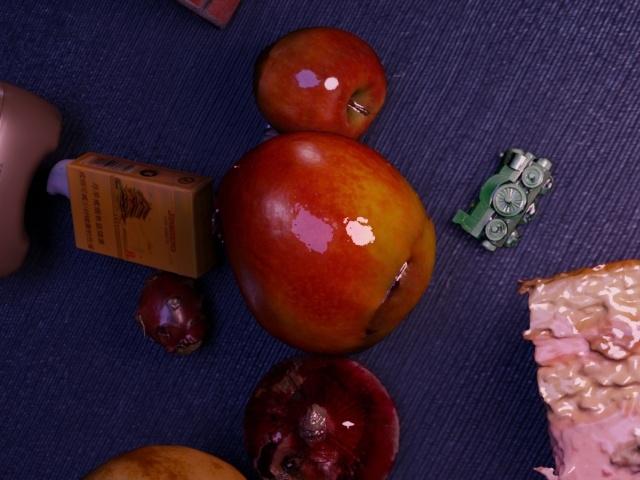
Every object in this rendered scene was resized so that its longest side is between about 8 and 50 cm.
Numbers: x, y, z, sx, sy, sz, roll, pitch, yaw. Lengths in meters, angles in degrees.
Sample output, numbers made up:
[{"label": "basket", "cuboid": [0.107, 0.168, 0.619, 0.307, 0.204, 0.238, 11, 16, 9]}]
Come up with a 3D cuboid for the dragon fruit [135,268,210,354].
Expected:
[{"label": "dragon fruit", "cuboid": [-0.277, 0.096, 1.834, 0.125, 0.125, 0.246, -31, 54, 38]}]

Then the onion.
[{"label": "onion", "cuboid": [-0.007, 0.318, 1.634, 0.272, 0.195, 0.272, -2, 80, 13]}]

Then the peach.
[{"label": "peach", "cuboid": [0.000, 0.000, 1.589, 0.370, 0.370, 0.370, -4, 81, 22]}]

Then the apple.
[{"label": "apple", "cuboid": [-0.009, -0.268, 1.707, 0.230, 0.230, 0.230, -4, 81, 22]}]

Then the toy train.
[{"label": "toy train", "cuboid": [0.307, -0.070, 1.628, 0.104, 0.071, 0.178, 38, 99, 34]}]

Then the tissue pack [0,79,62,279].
[{"label": "tissue pack", "cuboid": [-0.695, -0.130, 1.918, 0.267, 0.277, 0.387, 15, 87, 56]}]

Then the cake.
[{"label": "cake", "cuboid": [0.474, 0.180, 1.403, 0.314, 0.293, 0.307, -11, 83, 25]}]

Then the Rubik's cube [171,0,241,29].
[{"label": "Rubik's cube", "cuboid": [-0.276, -0.622, 1.828, 0.301, 0.304, 0.305, 36, 95, 23]}]

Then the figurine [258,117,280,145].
[{"label": "figurine", "cuboid": [-0.091, -0.129, 1.792, 0.144, 0.114, 0.178, -20, 62, 35]}]

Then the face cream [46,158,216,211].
[{"label": "face cream", "cuboid": [-0.371, -0.094, 1.898, 0.345, 0.102, 0.102, 14, 88, 24]}]

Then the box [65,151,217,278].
[{"label": "box", "cuboid": [-0.323, -0.047, 1.787, 0.274, 0.076, 0.174, 13, 121, 23]}]

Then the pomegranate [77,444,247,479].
[{"label": "pomegranate", "cuboid": [-0.262, 0.537, 1.583, 0.416, 0.416, 0.417, -4, 81, 22]}]
